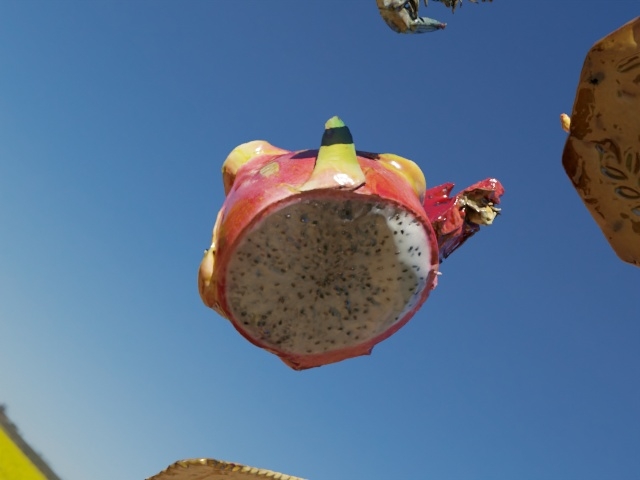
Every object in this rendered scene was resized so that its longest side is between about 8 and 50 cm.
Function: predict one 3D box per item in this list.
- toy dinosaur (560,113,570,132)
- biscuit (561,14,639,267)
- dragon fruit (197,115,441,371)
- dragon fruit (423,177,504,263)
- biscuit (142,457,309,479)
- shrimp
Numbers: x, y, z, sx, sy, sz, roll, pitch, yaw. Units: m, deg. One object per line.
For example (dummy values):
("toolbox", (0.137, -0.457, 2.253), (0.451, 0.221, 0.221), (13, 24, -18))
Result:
("toy dinosaur", (0.506, -0.118, 1.791), (0.288, 0.070, 0.117), (39, 22, -8))
("biscuit", (0.439, -0.105, 1.175), (0.359, 0.046, 0.359), (11, -64, 24))
("dragon fruit", (0.000, 0.000, 1.286), (0.189, 0.291, 0.290), (-103, 167, -54))
("dragon fruit", (0.197, -0.030, 1.642), (0.092, 0.192, 0.122), (55, 8, -28))
("biscuit", (-0.144, 0.307, 1.235), (0.237, 0.232, 0.013), (27, 42, -46))
("shrimp", (0.116, -0.262, 1.144), (0.034, 0.161, 0.091), (36, -66, 47))
